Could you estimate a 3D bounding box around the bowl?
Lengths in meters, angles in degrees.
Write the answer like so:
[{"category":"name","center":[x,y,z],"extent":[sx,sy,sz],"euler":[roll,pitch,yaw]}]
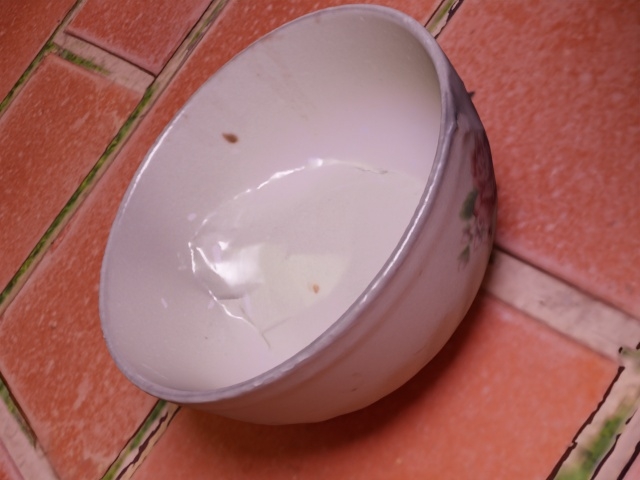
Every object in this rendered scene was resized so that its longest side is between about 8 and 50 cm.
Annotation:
[{"category":"bowl","center":[0.000,0.000,0.604],"extent":[0.277,0.145,0.277],"euler":[-23,47,28]}]
